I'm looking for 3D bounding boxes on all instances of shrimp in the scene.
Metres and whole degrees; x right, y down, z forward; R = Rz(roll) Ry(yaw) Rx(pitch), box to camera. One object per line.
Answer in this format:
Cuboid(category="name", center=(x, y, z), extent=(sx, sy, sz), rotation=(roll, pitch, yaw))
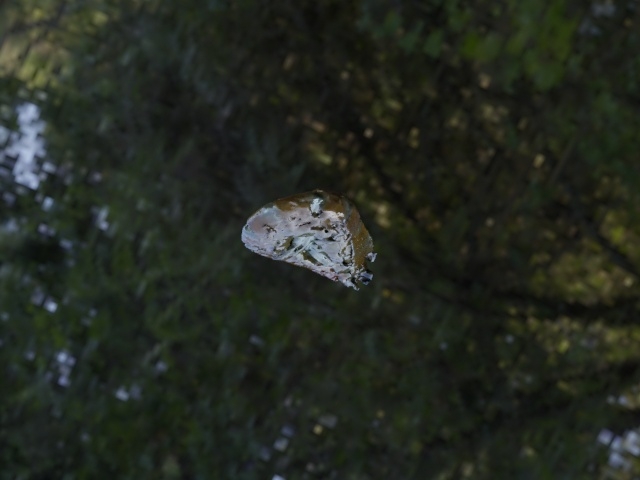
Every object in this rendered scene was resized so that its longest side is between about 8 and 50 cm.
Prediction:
Cuboid(category="shrimp", center=(0.000, 0.000, 1.308), extent=(0.184, 0.091, 0.043), rotation=(38, -144, -60))
